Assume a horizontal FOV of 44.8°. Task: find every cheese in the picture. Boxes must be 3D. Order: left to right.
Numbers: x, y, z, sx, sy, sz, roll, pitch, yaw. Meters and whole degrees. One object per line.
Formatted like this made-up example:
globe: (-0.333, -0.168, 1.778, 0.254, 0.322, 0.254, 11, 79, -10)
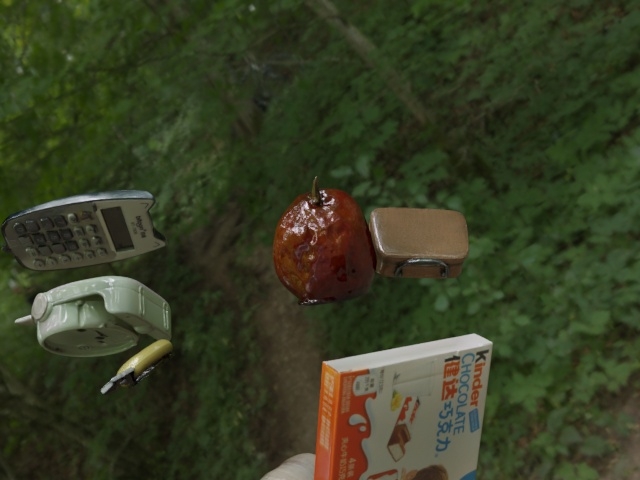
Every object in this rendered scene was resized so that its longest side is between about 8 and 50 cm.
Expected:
cheese: (-0.275, 0.193, 1.139, 0.086, 0.036, 0.162, -39, -1, 13)

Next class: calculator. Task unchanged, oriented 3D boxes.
calculator: (-0.404, -0.012, 1.319, 0.268, 0.040, 0.177, -13, -36, -10)

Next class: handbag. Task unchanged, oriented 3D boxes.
handbag: (0.191, 0.007, 1.529, 0.193, 0.151, 0.072, 5, -41, -5)

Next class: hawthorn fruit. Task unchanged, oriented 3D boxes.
hawthorn fruit: (0.000, 0.000, 1.366, 0.189, 0.251, 0.189, -11, 35, 8)

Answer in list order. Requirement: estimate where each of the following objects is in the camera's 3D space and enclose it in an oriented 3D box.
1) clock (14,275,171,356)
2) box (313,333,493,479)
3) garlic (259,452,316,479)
clock: (-0.530, 0.189, 1.804, 0.324, 0.108, 0.265, -13, -24, 12)
box: (0.115, 0.277, 1.077, 0.265, 0.273, 0.048, -6, 17, -31)
garlic: (-0.042, 0.597, 1.618, 0.322, 0.241, 0.322, -27, -38, -23)
